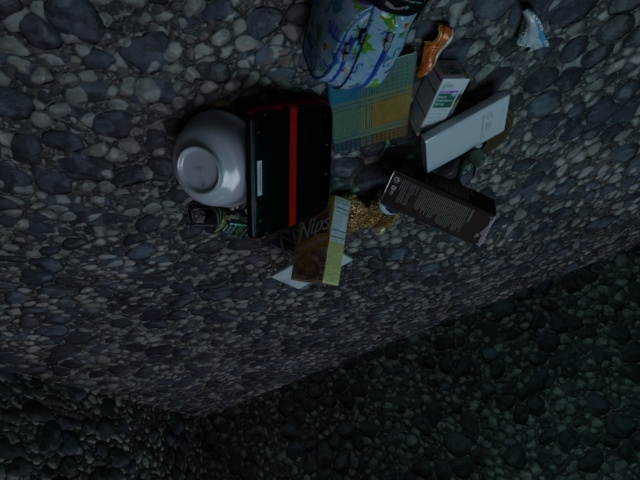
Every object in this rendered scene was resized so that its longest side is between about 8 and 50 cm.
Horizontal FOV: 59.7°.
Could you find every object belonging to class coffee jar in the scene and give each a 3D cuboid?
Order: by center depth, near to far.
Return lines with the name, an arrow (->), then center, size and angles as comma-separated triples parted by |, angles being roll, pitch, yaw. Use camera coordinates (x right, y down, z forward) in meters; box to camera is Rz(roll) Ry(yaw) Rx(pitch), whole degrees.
coffee jar -> -0.333, -0.067, 2.059 | 0.184, 0.079, 0.096 | 11, 139, -36

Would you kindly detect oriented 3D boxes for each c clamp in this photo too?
c clamp -> -0.415, -0.075, 1.978 | 0.160, 0.137, 0.022 | -4, -161, 23

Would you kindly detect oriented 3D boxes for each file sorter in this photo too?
file sorter -> -0.052, 0.045, 2.271 | 0.277, 0.173, 0.193 | -30, 147, 22

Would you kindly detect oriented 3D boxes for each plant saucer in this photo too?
plant saucer -> -0.289, -0.379, 1.648 | 0.083, 0.015, 0.083 | -12, 148, -7
plant saucer -> 0.567, -0.384, 2.005 | 0.277, 0.041, 0.278 | -12, 149, -8

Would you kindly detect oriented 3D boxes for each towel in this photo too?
towel -> 0.157, -0.430, 1.751 | 0.271, 0.040, 0.370 | -13, 150, -3

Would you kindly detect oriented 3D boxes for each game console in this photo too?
game console -> -0.094, -0.222, 1.673 | 0.342, 0.060, 0.387 | -22, 124, -41

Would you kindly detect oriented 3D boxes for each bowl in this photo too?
bowl -> -0.321, -0.219, 1.612 | 0.298, 0.298, 0.134 | -36, -175, 30

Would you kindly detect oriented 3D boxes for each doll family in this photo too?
doll family -> -0.257, -0.146, 1.949 | 0.192, 0.111, 0.076 | -15, 117, 21

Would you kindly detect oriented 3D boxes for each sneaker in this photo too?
sneaker -> 0.318, -0.554, 1.620 | 0.067, 0.064, 0.175 | 17, 133, -14
sneaker -> 0.611, -0.613, 1.639 | 0.082, 0.071, 0.190 | -25, 148, 25
sneaker -> 0.355, -0.155, 2.147 | 0.153, 0.099, 0.282 | -9, 175, 44

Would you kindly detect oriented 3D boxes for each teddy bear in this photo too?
teddy bear -> 0.162, -0.094, 2.212 | 0.245, 0.113, 0.338 | -28, 146, 23

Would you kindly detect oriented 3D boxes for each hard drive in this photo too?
hard drive -> 0.478, -0.357, 1.858 | 0.307, 0.040, 0.203 | -28, 153, -1

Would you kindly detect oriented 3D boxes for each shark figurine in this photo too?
shark figurine -> 0.515, -0.291, 2.030 | 0.116, 0.166, 0.278 | 17, 161, -5

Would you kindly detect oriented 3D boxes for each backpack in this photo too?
backpack -> 0.093, -0.532, 1.352 | 0.273, 0.290, 0.355 | -18, 159, -9

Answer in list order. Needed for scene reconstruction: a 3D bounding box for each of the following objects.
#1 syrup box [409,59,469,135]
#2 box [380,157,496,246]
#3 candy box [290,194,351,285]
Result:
syrup box -> 0.368, -0.448, 1.760 | 0.093, 0.096, 0.237 | -7, 148, -19
box -> 0.419, -0.140, 1.980 | 0.381, 0.191, 0.143 | 24, 116, 6
candy box -> 0.000, 0.000, 2.045 | 0.087, 0.317, 0.182 | 14, 171, -41
